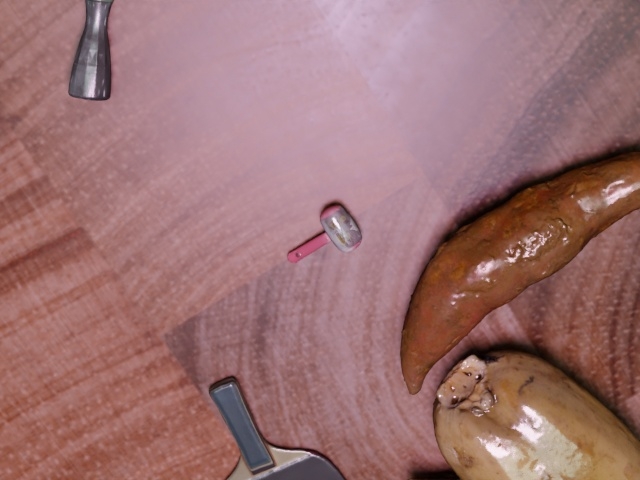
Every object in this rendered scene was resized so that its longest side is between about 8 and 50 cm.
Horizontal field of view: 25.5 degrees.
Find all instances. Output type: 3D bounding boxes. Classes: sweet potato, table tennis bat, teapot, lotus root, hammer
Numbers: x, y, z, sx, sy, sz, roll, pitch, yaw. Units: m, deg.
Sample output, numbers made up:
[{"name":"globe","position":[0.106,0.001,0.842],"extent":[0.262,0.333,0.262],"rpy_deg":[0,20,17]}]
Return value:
[{"name":"sweet potato","position":[0.194,0.011,1.445],"extent":[0.354,0.095,0.106],"rpy_deg":[-41,98,9]},{"name":"table tennis bat","position":[-0.051,0.272,1.558],"extent":[0.154,0.021,0.274],"rpy_deg":[-23,107,6]},{"name":"teapot","position":[-0.225,-0.197,1.415],"extent":[0.043,0.043,0.110],"rpy_deg":[8,102,-2]},{"name":"lotus root","position":[0.242,0.231,1.482],"extent":[0.284,0.146,0.160],"rpy_deg":[41,112,-13]},{"name":"hammer","position":[0.000,0.000,1.478],"extent":[0.083,0.031,0.052],"rpy_deg":[-30,101,19]}]

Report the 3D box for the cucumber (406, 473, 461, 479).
[{"name":"cucumber","position":[0.223,0.372,1.551],"extent":[0.096,0.096,0.359],"rpy_deg":[-43,99,11]}]
